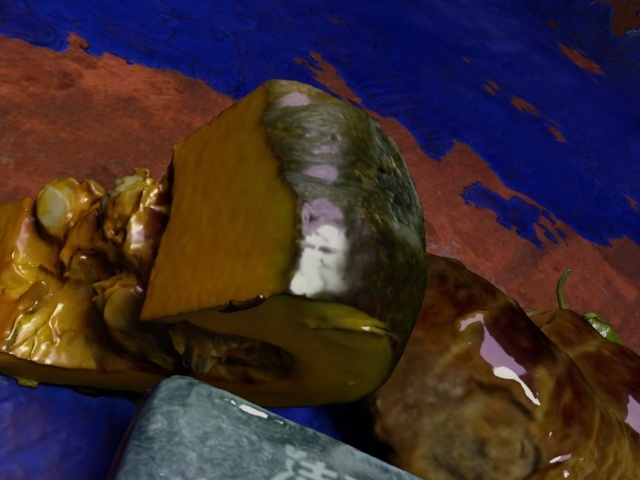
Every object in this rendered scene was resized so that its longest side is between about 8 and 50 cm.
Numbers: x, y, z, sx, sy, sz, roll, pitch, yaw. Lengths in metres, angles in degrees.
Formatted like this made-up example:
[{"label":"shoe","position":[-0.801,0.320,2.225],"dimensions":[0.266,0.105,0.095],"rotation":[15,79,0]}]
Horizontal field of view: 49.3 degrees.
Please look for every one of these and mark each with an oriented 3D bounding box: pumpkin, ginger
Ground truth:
[{"label":"pumpkin","position":[-0.077,0.006,0.405],"dimensions":[0.280,0.190,0.139],"rotation":[7,59,-9]},{"label":"ginger","position":[0.153,0.111,0.568],"dimensions":[0.357,0.152,0.274],"rotation":[26,33,-15]}]

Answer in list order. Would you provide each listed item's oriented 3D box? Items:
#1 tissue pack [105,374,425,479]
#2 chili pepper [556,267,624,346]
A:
[{"label":"tissue pack","position":[-0.024,0.233,0.299],"dimensions":[0.227,0.103,0.316],"rotation":[27,34,-12]},{"label":"chili pepper","position":[0.303,0.130,0.752],"dimensions":[0.204,0.073,0.072],"rotation":[54,18,11]}]
